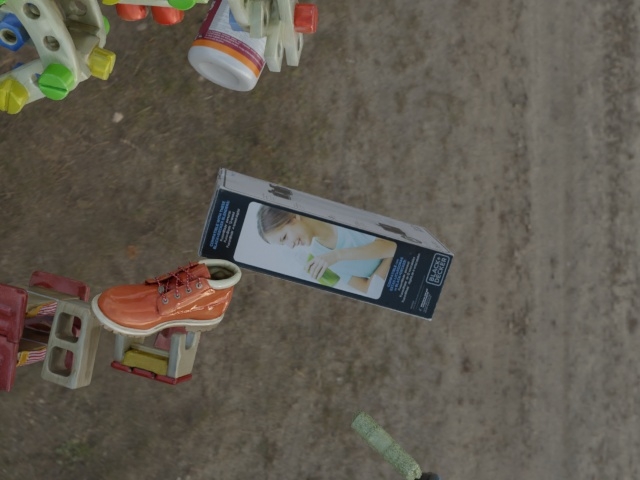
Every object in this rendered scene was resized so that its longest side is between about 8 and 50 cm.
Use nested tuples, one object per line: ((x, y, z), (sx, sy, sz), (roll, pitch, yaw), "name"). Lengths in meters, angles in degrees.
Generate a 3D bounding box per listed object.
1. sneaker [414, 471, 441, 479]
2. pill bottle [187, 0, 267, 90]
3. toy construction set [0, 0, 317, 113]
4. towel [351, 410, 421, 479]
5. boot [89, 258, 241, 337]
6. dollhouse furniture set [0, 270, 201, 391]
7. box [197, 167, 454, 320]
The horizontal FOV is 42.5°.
((0.083, 0.511, 1.394), (0.341, 0.140, 0.125), (-44, 144, -30), "sneaker")
((-0.122, -0.369, 1.357), (0.121, 0.121, 0.221), (29, 77, -29), "pill bottle")
((-0.165, -0.222, 0.767), (0.328, 0.151, 0.215), (-4, 132, -2), "toy construction set")
((0.086, 0.271, 1.070), (0.110, 0.148, 0.027), (42, 80, 17), "towel")
((-0.154, 0.051, 0.836), (0.158, 0.084, 0.059), (-2, 49, -44), "boot")
((-0.352, 0.162, 1.260), (0.201, 0.374, 0.152), (0, 102, -75), "dollhouse furniture set")
((0.000, 0.000, 1.020), (0.290, 0.169, 0.087), (16, 100, -10), "box")
